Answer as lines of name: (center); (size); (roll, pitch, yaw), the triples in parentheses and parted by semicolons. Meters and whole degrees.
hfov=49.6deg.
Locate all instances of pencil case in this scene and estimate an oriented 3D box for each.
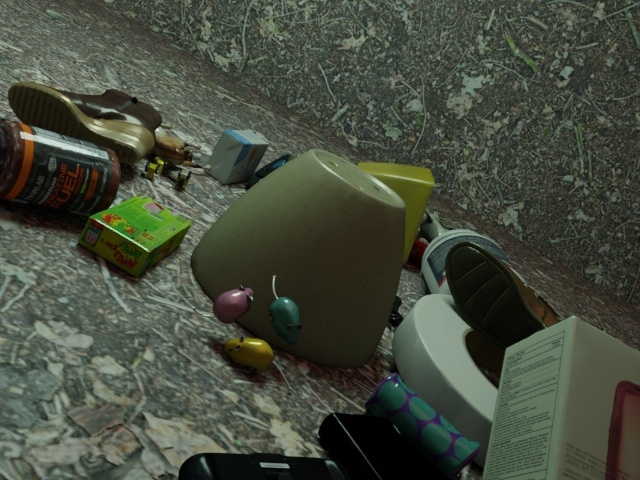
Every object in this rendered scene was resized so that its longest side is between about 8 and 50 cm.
pencil case: (0.131, 0.241, 0.899); (0.151, 0.064, 0.070); (39, 34, 26)

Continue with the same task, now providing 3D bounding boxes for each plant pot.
plant pot: (0.157, -0.093, 1.737); (0.187, 0.212, 0.212); (19, 16, 0)

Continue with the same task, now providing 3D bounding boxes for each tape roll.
tape roll: (0.296, 0.238, 1.116); (0.392, 0.072, 0.392); (28, 23, -13)

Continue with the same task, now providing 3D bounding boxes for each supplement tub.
supplement tub: (0.312, 0.096, 1.436); (0.191, 0.191, 0.272); (28, 16, -9)
supplement tub: (-0.378, -0.097, 0.928); (0.198, 0.106, 0.106); (12, 24, -46)

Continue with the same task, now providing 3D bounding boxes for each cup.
cup: (0.000, 0.000, 1.080); (0.331, 0.237, 0.331); (28, 15, -9)

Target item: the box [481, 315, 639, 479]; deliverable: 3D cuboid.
box: (0.306, 0.239, 0.869); (0.126, 0.148, 0.232); (28, 57, -10)

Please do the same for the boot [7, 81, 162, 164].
boot: (-0.412, -0.230, 1.247); (0.248, 0.090, 0.207); (27, 25, -17)

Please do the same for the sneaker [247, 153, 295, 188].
sneaker: (-0.061, -0.092, 1.510); (0.140, 0.125, 0.341); (58, -6, -25)

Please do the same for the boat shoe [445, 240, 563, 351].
boat shoe: (0.328, 0.130, 1.166); (0.104, 0.111, 0.307); (3, 47, -57)

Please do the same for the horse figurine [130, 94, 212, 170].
horse figurine: (-0.334, -0.214, 1.433); (0.263, 0.066, 0.174); (35, 13, 15)

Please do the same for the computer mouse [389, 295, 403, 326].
computer mouse: (0.204, 0.169, 1.289); (0.193, 0.042, 0.106); (31, 15, 2)

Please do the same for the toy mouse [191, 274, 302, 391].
toy mouse: (-0.077, 0.094, 0.888); (0.161, 0.031, 0.143); (28, 53, -4)

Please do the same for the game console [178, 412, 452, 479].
game console: (0.017, 0.253, 0.699); (0.361, 0.044, 0.213); (18, 19, -39)

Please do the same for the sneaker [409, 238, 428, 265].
sneaker: (0.265, 0.055, 1.717); (0.128, 0.087, 0.221); (25, 2, 12)

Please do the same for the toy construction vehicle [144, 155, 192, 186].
toy construction vehicle: (-0.291, -0.128, 1.323); (0.086, 0.035, 0.098); (16, 16, -12)

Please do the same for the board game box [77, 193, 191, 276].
board game box: (-0.260, -0.012, 0.995); (0.092, 0.043, 0.181); (30, 15, 0)

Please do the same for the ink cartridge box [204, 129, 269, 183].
ink cartridge box: (-0.180, -0.190, 1.569); (0.061, 0.104, 0.181); (34, 16, 10)

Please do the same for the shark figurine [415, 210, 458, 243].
shark figurine: (0.301, -0.021, 1.928); (0.166, 0.116, 0.278); (47, 15, 5)
